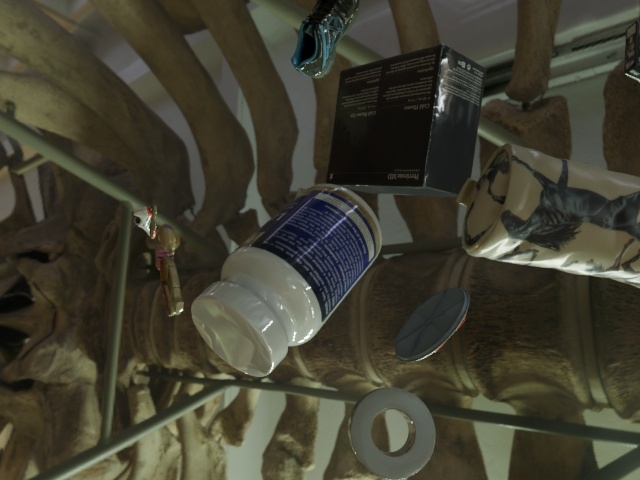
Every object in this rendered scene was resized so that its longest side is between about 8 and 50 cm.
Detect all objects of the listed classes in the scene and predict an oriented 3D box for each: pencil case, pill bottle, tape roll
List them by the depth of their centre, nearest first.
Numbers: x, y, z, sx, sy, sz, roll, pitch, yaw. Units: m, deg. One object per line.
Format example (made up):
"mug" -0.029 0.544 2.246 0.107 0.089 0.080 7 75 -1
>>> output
"pencil case" 0.401 -0.017 0.623 0.411 0.183 0.159 13 -85 5
"pill bottle" -0.037 0.045 0.630 0.153 0.264 0.153 21 -47 24
"tape roll" 0.183 0.498 1.212 0.219 0.072 0.219 1 -109 -3

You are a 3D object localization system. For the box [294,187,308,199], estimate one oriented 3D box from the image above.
"box" 0.000 0.000 1.052 0.232 0.127 0.148 -108 -146 -60

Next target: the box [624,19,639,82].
"box" 0.436 -0.242 0.613 0.018 0.067 0.083 136 -27 -65

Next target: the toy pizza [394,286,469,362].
"toy pizza" 0.236 0.179 0.969 0.032 0.201 0.201 44 -63 -8

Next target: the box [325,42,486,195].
"box" 0.201 -0.277 1.170 0.343 0.179 0.312 11 -87 51

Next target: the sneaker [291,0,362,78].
"sneaker" 0.019 -0.656 1.393 0.125 0.140 0.340 31 -65 20

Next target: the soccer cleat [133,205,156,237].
"soccer cleat" -0.317 -0.031 0.841 0.083 0.036 0.029 106 -34 -54

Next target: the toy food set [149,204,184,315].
"toy food set" -0.157 0.027 0.486 0.078 0.019 0.122 -55 -131 51
